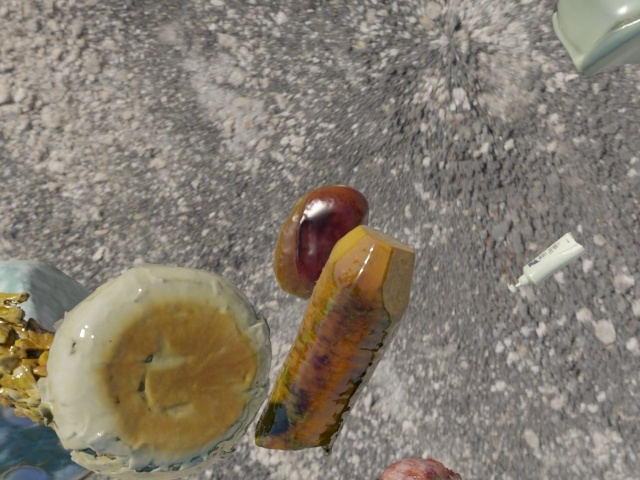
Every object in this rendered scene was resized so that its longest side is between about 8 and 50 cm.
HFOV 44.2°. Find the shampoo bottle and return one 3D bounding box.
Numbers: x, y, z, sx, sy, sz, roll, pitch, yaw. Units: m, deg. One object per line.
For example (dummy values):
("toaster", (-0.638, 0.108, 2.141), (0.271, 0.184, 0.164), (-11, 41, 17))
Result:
("shampoo bottle", (0.377, 0.044, 1.329), (0.141, 0.049, 0.034), (-40, 129, 14))

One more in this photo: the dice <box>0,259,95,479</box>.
("dice", (-0.564, 0.265, 1.492), (0.328, 0.330, 0.348), (-34, 135, 6))

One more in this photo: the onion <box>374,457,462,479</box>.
("onion", (0.166, 0.482, 1.483), (0.195, 0.159, 0.159), (7, 109, 47))

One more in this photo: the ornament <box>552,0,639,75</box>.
("ornament", (0.137, -0.170, 0.386), (0.285, 0.130, 0.120), (45, 133, -12))

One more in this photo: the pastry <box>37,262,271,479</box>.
("pastry", (-0.111, 0.092, 0.548), (0.166, 0.088, 0.166), (0, 90, -25))

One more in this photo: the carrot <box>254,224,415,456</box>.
("carrot", (0.018, 0.129, 0.935), (0.114, 0.114, 0.302), (25, 105, 3))

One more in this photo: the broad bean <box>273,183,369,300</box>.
("broad bean", (0.002, 0.000, 1.446), (0.156, 0.122, 0.228), (26, 101, -1))

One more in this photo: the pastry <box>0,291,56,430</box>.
("pastry", (-0.351, 0.156, 0.968), (0.250, 0.102, 0.154), (32, 144, -4))
